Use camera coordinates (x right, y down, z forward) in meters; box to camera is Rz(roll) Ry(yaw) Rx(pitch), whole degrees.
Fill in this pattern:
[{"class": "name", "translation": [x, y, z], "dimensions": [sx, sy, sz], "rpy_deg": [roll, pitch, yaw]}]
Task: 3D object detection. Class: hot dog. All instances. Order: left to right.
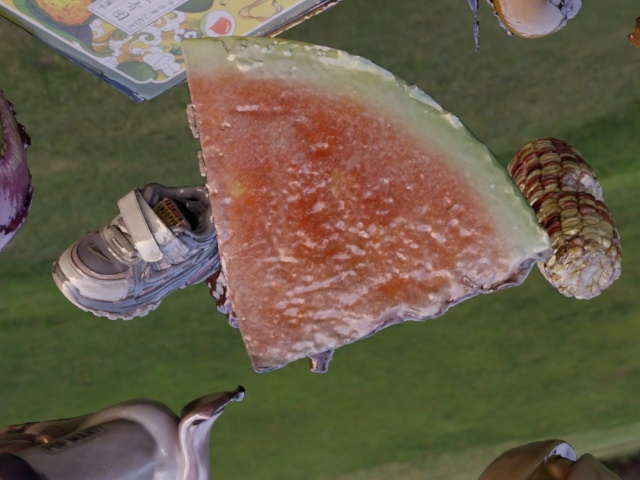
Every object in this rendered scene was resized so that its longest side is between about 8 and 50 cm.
[{"class": "hot dog", "translation": [0.296, -0.352, 1.707], "dimensions": [0.107, 0.194, 0.326], "rpy_deg": [15, -162, 21]}]

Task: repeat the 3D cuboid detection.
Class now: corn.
[{"class": "corn", "translation": [0.251, -0.026, 1.264], "dimensions": [0.098, 0.098, 0.290], "rpy_deg": [-15, -158, 6]}]

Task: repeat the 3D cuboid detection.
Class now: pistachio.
[{"class": "pistachio", "translation": [0.162, 0.209, 0.886], "dimensions": [0.124, 0.124, 0.185], "rpy_deg": [-20, 176, 32]}]

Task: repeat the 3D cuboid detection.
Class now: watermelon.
[{"class": "watermelon", "translation": [0.006, -0.025, 0.950], "dimensions": [0.310, 0.231, 0.193], "rpy_deg": [25, -171, -10]}]

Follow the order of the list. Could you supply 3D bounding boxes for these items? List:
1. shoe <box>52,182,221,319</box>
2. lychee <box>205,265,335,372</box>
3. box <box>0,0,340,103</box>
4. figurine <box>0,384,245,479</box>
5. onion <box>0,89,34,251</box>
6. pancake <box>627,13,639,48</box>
[{"class": "shoe", "translation": [-0.150, 0.001, 1.105], "dimensions": [0.180, 0.089, 0.092], "rpy_deg": [-22, 153, -41]}, {"class": "lychee", "translation": [0.000, 0.000, 1.427], "dimensions": [0.276, 0.304, 0.276], "rpy_deg": [-3, 176, 0]}, {"class": "box", "translation": [-0.216, -0.390, 1.674], "dimensions": [0.420, 0.138, 0.373], "rpy_deg": [-24, 147, 27]}, {"class": "figurine", "translation": [-0.136, 0.285, 0.811], "dimensions": [0.211, 0.361, 0.253], "rpy_deg": [-5, 178, 6]}, {"class": "onion", "translation": [-0.591, -0.111, 1.809], "dimensions": [0.345, 0.358, 0.358], "rpy_deg": [-42, 157, 28]}, {"class": "pancake", "translation": [0.328, -0.214, 0.923], "dimensions": [0.056, 0.212, 0.257], "rpy_deg": [-2, 127, -16]}]
